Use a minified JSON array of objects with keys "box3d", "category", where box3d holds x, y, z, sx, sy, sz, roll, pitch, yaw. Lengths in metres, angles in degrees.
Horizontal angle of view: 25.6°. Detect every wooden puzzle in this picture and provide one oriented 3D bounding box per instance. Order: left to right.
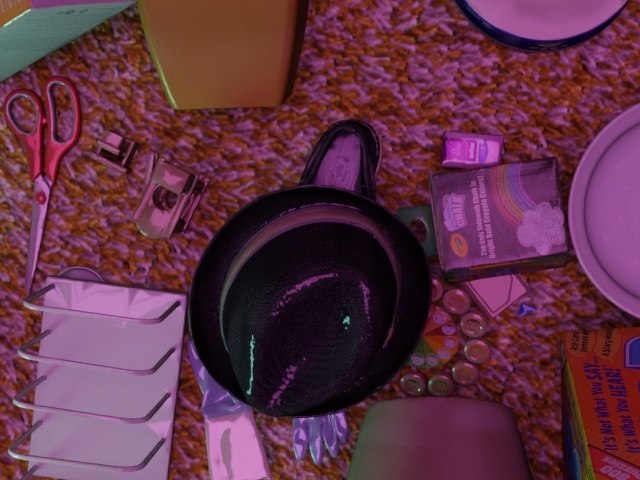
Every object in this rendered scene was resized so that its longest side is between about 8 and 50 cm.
[{"box3d":[0.233,0.059,1.890,0.078,0.014,0.116,-32,86,9],"category":"wooden puzzle"}]

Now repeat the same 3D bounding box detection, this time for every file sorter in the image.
[{"box3d":[-0.296,0.206,1.838,0.192,0.173,0.278,8,99,4],"category":"file sorter"}]

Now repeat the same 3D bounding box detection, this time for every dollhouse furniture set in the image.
[{"box3d":[-0.248,-0.073,1.842,0.161,0.182,0.101,26,93,4],"category":"dollhouse furniture set"}]

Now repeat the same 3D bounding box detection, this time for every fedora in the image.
[{"box3d":[-0.017,0.103,1.746,0.334,0.152,0.334,1,112,2],"category":"fedora"}]

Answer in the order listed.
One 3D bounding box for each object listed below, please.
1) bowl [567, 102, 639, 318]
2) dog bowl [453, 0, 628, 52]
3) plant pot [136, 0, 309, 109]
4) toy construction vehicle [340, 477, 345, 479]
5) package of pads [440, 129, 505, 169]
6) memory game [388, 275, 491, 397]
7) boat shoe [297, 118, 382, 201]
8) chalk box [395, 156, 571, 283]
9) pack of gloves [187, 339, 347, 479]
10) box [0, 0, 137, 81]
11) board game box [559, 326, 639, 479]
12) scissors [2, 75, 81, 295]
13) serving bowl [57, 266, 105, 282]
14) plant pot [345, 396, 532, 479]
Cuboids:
[{"box3d":[0.462,-0.039,1.810,0.297,0.134,0.298,0,91,5],"category":"bowl"},{"box3d":[0.290,-0.382,1.835,0.265,0.104,0.265,0,91,5],"category":"dog bowl"},{"box3d":[-0.119,-0.271,1.830,0.212,0.212,0.187,-1,102,5],"category":"plant pot"},{"box3d":[0.017,0.383,1.899,0.098,0.035,0.086,-37,88,4],"category":"toy construction vehicle"},{"box3d":[0.203,-0.119,1.881,0.083,0.032,0.050,5,88,5],"category":"package of pads"},{"box3d":[0.135,0.129,1.861,0.186,0.012,0.186,7,115,15],"category":"memory game"},{"box3d":[0.004,0.001,1.850,0.127,0.113,0.340,21,88,4],"category":"boat shoe"},{"box3d":[0.207,-0.021,1.824,0.213,0.132,0.132,-7,81,6],"category":"chalk box"},{"box3d":[-0.071,0.203,1.910,0.195,0.046,0.232,-12,79,4],"category":"pack of gloves"},{"box3d":[-0.424,-0.335,1.777,0.345,0.168,0.215,-20,87,42],"category":"box"},{"box3d":[0.479,0.332,1.649,0.356,0.356,0.356,-3,113,4],"category":"board game box"},{"box3d":[-0.372,-0.076,1.933,0.109,0.021,0.297,-6,89,3],"category":"scissors"},{"box3d":[-0.328,0.077,1.928,0.083,0.027,0.083,0,90,5],"category":"serving bowl"},{"box3d":[0.147,0.350,1.778,0.323,0.323,0.280,0,74,5],"category":"plant pot"}]
